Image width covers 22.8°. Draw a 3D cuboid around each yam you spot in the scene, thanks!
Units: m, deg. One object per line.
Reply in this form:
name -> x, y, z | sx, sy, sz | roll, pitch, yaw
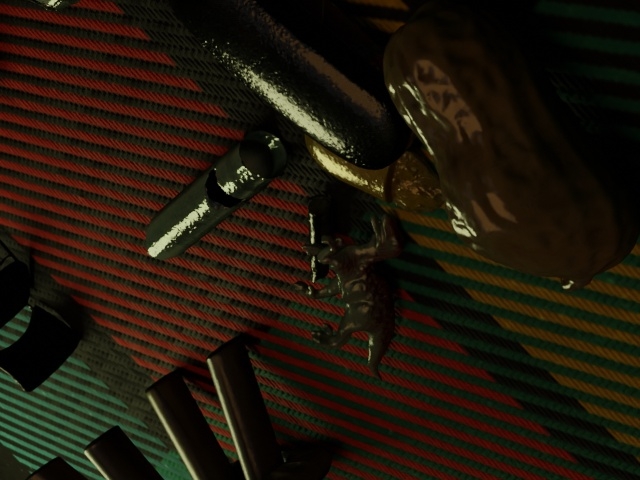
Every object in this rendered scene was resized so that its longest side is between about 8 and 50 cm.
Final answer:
yam -> 0.000, 0.000, 1.782 | 0.027, 0.033, 0.129 | 9, 143, 7

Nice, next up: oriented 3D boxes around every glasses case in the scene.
glasses case -> -0.035, -0.194, 1.555 | 0.321, 0.082, 0.122 | 42, 145, 12

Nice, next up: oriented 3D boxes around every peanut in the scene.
peanut -> 0.162, -0.074, 1.389 | 0.143, 0.159, 0.291 | -30, 102, 31

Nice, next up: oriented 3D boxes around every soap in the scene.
soap -> 0.051, -0.083, 1.621 | 0.168, 0.033, 0.089 | 28, 143, 26

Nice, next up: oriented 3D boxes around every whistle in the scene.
whistle -> -0.128, -0.048, 1.845 | 0.062, 0.062, 0.312 | 50, 148, -4

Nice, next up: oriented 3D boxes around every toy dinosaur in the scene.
toy dinosaur -> 0.053, 0.073, 1.772 | 0.167, 0.053, 0.242 | -10, 125, 29

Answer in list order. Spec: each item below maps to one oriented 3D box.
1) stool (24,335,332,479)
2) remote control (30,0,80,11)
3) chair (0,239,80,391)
stool -> -0.190, 0.310, 2.090 | 0.226, 0.310, 0.310 | 56, 146, -1
remote control -> -0.357, -0.329, 1.820 | 0.247, 0.052, 0.104 | 23, 139, 38
chair -> -0.472, 0.099, 2.339 | 0.221, 0.140, 0.145 | 35, 147, 15
